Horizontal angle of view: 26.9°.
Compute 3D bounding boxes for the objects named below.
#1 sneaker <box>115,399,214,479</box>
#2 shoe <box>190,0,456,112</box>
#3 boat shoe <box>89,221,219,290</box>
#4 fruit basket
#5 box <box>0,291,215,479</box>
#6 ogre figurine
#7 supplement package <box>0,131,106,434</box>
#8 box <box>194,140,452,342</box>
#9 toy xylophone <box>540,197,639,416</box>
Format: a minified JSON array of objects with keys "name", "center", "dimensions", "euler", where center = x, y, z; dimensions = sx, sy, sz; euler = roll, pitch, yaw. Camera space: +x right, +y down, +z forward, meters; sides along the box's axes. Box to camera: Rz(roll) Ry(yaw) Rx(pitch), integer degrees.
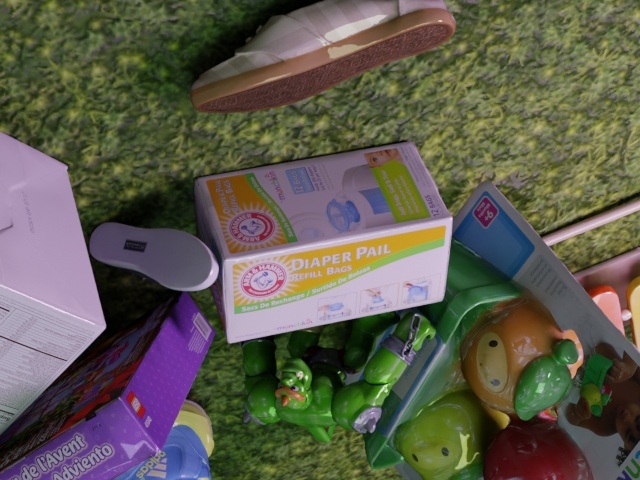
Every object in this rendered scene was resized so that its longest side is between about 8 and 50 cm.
[{"name":"sneaker","center":[-0.216,0.234,1.304],"dimensions":[0.240,0.126,0.091],"euler":[-17,136,-7]},{"name":"shoe","center":[-0.003,-0.157,1.068],"dimensions":[0.219,0.058,0.076],"euler":[-19,168,1]},{"name":"boat shoe","center":[-0.135,0.014,1.134],"dimensions":[0.040,0.142,0.049],"euler":[33,76,-52]},{"name":"fruit basket","center":[0.170,0.176,1.238],"dimensions":[0.165,0.353,0.327],"euler":[-2,135,-35]},{"name":"box","center":[-0.203,0.152,1.129],"dimensions":[0.201,0.293,0.057],"euler":[-33,99,10]},{"name":"ogre figurine","center":[0.003,0.117,1.223],"dimensions":[0.197,0.118,0.097],"euler":[9,156,14]},{"name":"supplement package","center":[-0.298,0.040,1.029],"dimensions":[0.149,0.194,0.203],"euler":[29,116,-39]},{"name":"box","center":[0.000,0.000,1.173],"dimensions":[0.203,0.114,0.103],"euler":[-10,135,-12]},{"name":"toy xylophone","center":[0.325,0.061,1.393],"dimensions":[0.322,0.081,0.236],"euler":[-28,136,5]}]
